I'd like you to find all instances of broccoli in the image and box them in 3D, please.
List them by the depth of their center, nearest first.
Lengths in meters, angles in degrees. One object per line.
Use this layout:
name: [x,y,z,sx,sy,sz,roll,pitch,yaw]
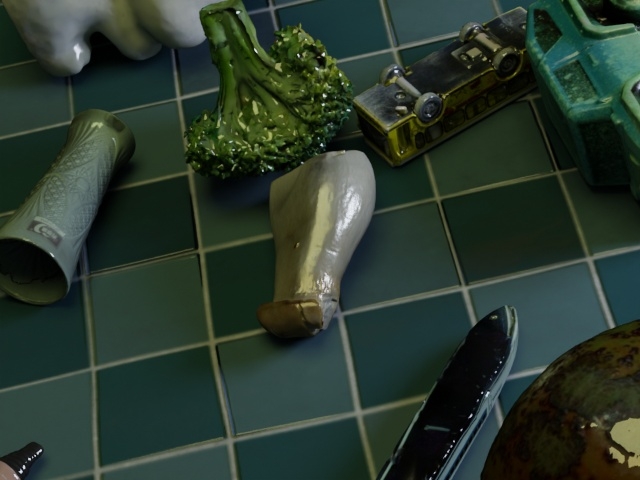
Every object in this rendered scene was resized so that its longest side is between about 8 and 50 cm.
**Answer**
broccoli: [-0.066,-0.162,1.903,0.219,0.194,0.194,-3,42,38]

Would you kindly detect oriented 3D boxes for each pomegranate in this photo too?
pomegranate: [0.287,0.233,1.424,0.285,0.285,0.341,-35,72,-21]

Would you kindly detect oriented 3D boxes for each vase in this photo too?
vase: [-0.264,-0.042,1.920,0.096,0.096,0.219,6,45,18]

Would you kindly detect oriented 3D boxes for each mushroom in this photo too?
mushroom: [0.000,0.000,1.825,0.116,0.093,0.225,-22,49,28]

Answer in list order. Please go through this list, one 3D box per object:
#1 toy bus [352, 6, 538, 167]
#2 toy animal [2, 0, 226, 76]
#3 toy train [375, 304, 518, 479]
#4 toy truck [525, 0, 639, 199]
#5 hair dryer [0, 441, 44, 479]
toy bus: [0.143,-0.169,1.960,0.226,0.074,0.081,-32,49,-18]
toy animal: [-0.185,-0.336,2.080,0.367,0.241,0.196,-7,47,7]
toy train: [0.127,0.153,1.672,0.055,0.048,0.252,11,44,28]
toy truck: [0.314,-0.144,1.847,0.156,0.155,0.279,-24,46,2]
hair dryer: [-0.378,0.284,1.640,0.189,0.107,0.344,21,45,32]
